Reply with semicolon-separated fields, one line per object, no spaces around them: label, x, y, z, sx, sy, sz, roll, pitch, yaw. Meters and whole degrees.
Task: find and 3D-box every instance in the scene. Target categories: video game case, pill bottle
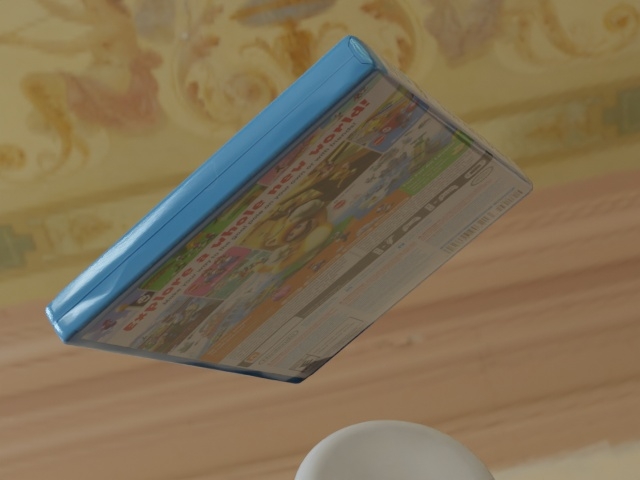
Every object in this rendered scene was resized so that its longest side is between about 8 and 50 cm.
video game case;0.000;0.000;0.462;0.119;0.015;0.166;-40;-22;12
pill bottle;0.033;0.215;0.825;0.117;0.117;0.215;-2;-51;-11
